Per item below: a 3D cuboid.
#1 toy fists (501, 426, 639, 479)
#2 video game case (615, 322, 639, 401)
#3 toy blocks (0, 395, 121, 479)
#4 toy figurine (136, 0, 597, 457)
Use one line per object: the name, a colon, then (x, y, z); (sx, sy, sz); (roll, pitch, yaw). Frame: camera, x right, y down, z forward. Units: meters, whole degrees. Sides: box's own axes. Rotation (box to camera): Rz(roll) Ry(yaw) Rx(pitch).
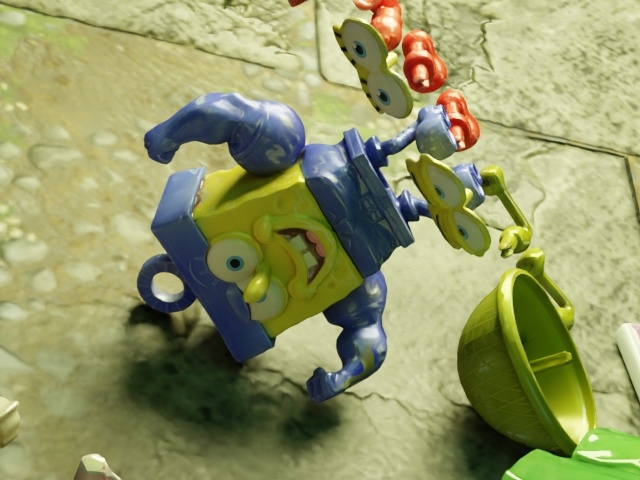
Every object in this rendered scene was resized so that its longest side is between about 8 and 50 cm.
toy fists: (0.187, 0.168, 1.036); (0.142, 0.096, 0.279); (13, 4, 22)
video game case: (0.278, 0.121, 1.263); (0.143, 0.019, 0.157); (4, 47, -22)
toy blocks: (-0.205, 0.099, 0.868); (0.288, 0.260, 0.309); (37, 43, 13)
toy figurine: (0.000, 0.000, 1.174); (0.363, 0.217, 0.191); (59, 13, -28)
